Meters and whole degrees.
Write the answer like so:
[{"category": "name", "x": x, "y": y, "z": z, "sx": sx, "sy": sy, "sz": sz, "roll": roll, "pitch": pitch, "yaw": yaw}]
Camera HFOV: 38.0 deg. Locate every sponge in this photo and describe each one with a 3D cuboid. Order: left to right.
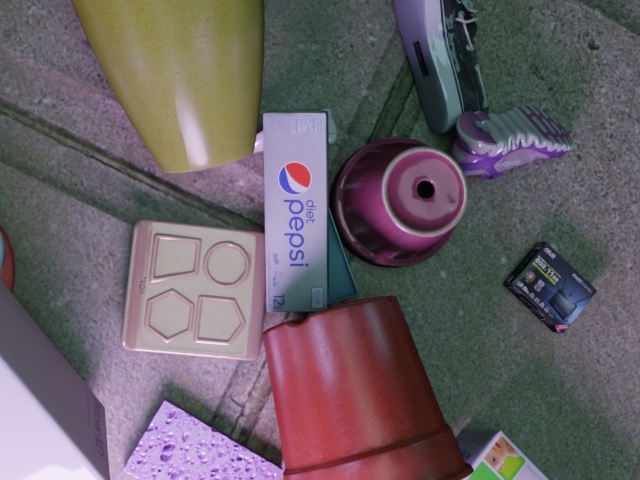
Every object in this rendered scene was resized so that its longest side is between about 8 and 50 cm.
[{"category": "sponge", "x": -0.169, "y": 0.334, "z": 1.359, "sx": 0.210, "sy": 0.031, "sz": 0.117, "roll": 33, "pitch": 80, "yaw": -8}]

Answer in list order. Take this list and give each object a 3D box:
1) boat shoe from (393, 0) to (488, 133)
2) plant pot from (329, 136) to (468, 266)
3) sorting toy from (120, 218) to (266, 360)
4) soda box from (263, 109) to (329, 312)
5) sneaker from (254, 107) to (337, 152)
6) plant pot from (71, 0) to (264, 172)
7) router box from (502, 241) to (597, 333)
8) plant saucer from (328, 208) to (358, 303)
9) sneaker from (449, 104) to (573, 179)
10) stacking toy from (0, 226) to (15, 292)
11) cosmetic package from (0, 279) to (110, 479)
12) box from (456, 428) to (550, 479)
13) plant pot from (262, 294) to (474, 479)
[{"category": "boat shoe", "x": 0.196, "y": -0.325, "z": 1.445, "sx": 0.104, "sy": 0.113, "sz": 0.307, "roll": -17, "pitch": 92, "yaw": -19}, {"category": "plant pot", "x": 0.126, "y": -0.062, "z": 1.375, "sx": 0.201, "sy": 0.180, "sz": 0.202, "roll": 1, "pitch": 86, "yaw": -11}, {"category": "sorting toy", "x": -0.182, "y": 0.074, "z": 1.375, "sx": 0.208, "sy": 0.038, "sz": 0.193, "roll": 7, "pitch": 85, "yaw": -16}, {"category": "soda box", "x": -0.033, "y": -0.045, "z": 1.344, "sx": 0.091, "sy": 0.098, "sz": 0.287, "roll": 0, "pitch": 99, "yaw": 2}, {"category": "sneaker", "x": -0.043, "y": -0.153, "z": 1.410, "sx": 0.152, "sy": 0.053, "sz": 0.061, "roll": -19, "pitch": 93, "yaw": -13}, {"category": "plant pot", "x": -0.189, "y": -0.253, "z": 1.301, "sx": 0.274, "sy": 0.275, "sz": 0.294, "roll": -15, "pitch": 106, "yaw": -13}, {"category": "router box", "x": 0.368, "y": 0.076, "z": 1.491, "sx": 0.122, "sy": 0.038, "sz": 0.092, "roll": 43, "pitch": 78, "yaw": -7}, {"category": "plant saucer", "x": 0.000, "y": 0.000, "z": 1.413, "sx": 0.067, "sy": 0.018, "sz": 0.192, "roll": -19, "pitch": 90, "yaw": 21}, {"category": "sneaker", "x": 0.293, "y": -0.146, "z": 1.469, "sx": 0.236, "sy": 0.105, "sz": 0.095, "roll": -6, "pitch": 50, "yaw": -32}, {"category": "stacking toy", "x": -0.578, "y": 0.072, "z": 1.238, "sx": 0.308, "sy": 0.130, "sz": 0.280, "roll": 5, "pitch": 85, "yaw": -12}, {"category": "cosmetic package", "x": -0.453, "y": 0.137, "z": 1.135, "sx": 0.161, "sy": 0.230, "sz": 0.453, "roll": -33, "pitch": 113, "yaw": -4}, {"category": "box", "x": 0.259, "y": 0.454, "z": 1.384, "sx": 0.262, "sy": 0.127, "sz": 0.231, "roll": 46, "pitch": 68, "yaw": -6}, {"category": "plant pot", "x": 0.048, "y": 0.228, "z": 1.309, "sx": 0.272, "sy": 0.272, "sz": 0.265, "roll": -13, "pitch": 81, "yaw": -13}]
